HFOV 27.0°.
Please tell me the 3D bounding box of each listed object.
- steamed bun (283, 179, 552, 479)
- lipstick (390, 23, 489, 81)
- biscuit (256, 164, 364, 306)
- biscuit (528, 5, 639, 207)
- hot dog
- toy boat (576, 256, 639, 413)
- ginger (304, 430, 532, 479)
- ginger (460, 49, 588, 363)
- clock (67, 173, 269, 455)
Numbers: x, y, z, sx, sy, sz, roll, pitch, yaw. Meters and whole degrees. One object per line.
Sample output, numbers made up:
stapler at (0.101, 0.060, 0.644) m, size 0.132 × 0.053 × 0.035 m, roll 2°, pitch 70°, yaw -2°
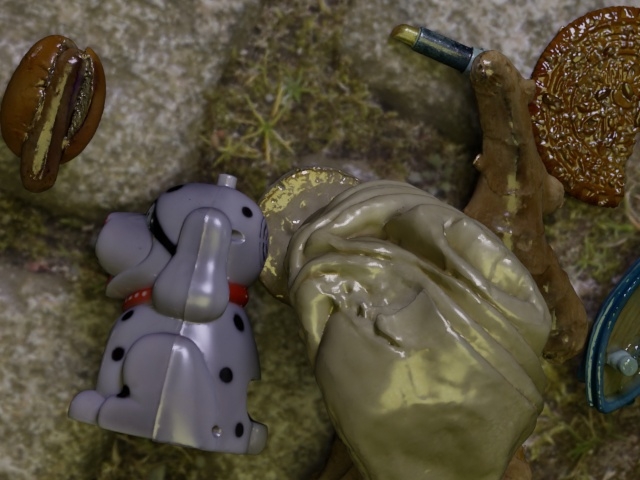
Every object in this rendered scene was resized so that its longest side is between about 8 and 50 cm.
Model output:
steamed bun at (0.099, 0.082, 1.192) m, size 0.203 × 0.289 × 0.276 m, roll -24°, pitch 114°, yaw 6°
lipstick at (0.125, -0.186, 1.308) m, size 0.116 × 0.037 × 0.037 m, roll 23°, pitch 93°, yaw -12°
biscuit at (0.000, 0.000, 1.315) m, size 0.152 × 0.020 × 0.152 m, roll -2°, pitch 99°, yaw -13°
biscuit at (0.269, -0.136, 1.353) m, size 0.126 × 0.025 × 0.206 m, roll 1°, pitch 98°, yaw -13°
hot dog at (-0.247, -0.116, 1.218) m, size 0.089 × 0.060 × 0.140 m, roll 27°, pitch 96°, yaw -11°
toy boat at (0.350, 0.080, 1.363) m, size 0.109 × 0.098 × 0.238 m, roll 41°, pitch 87°, yaw -25°
ginger at (0.137, 0.316, 1.371) m, size 0.375 × 0.166 × 0.236 m, roll 48°, pitch 49°, yaw -35°
ginger at (0.188, -0.026, 1.320) m, size 0.148 × 0.081 × 0.334 m, roll -10°, pitch 106°, yaw -10°
clock at (-0.124, 0.061, 1.231) m, size 0.188 × 0.189 × 0.254 m, roll 8°, pitch 84°, yaw -14°
